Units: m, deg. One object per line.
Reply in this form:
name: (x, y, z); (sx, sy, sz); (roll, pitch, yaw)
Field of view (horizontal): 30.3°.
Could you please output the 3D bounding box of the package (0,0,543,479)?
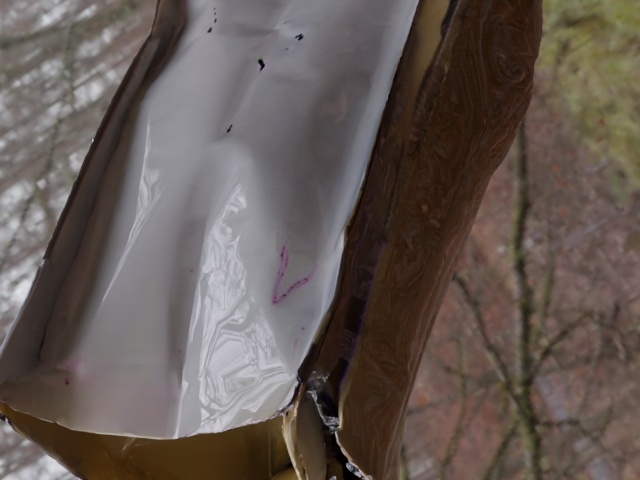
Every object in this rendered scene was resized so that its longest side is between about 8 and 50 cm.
package: (0.023, -0.011, 0.544); (0.221, 0.165, 0.311); (45, -136, -31)
